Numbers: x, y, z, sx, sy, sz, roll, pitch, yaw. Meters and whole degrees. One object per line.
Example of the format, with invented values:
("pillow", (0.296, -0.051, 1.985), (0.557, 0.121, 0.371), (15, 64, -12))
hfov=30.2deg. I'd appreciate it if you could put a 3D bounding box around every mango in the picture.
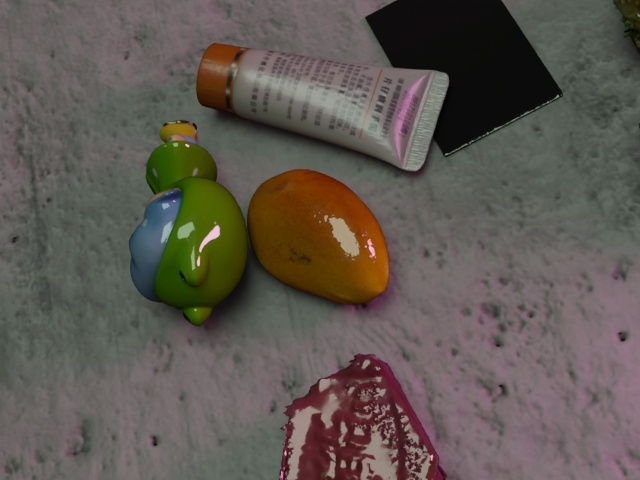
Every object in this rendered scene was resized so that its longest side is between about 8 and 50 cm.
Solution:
("mango", (-0.003, -0.002, 1.417), (0.217, 0.102, 0.141), (40, 89, 29))

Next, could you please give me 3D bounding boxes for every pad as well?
("pad", (0.178, -0.238, 1.521), (0.170, 0.006, 0.246), (-27, 63, 2))

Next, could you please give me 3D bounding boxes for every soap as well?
("soap", (0.046, 0.268, 1.282), (0.182, 0.112, 0.289), (2, 66, 14))

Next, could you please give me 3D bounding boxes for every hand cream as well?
("hand cream", (0.001, -0.188, 1.508), (0.314, 0.089, 0.140), (16, 74, 18))

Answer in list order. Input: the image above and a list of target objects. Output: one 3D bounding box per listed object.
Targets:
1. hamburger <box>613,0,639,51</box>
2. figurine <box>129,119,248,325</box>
("hamburger", (0.458, -0.299, 1.401), (0.215, 0.122, 0.190), (5, 68, 16))
("figurine", (-0.163, -0.030, 1.449), (0.143, 0.162, 0.263), (-1, 52, -10))
